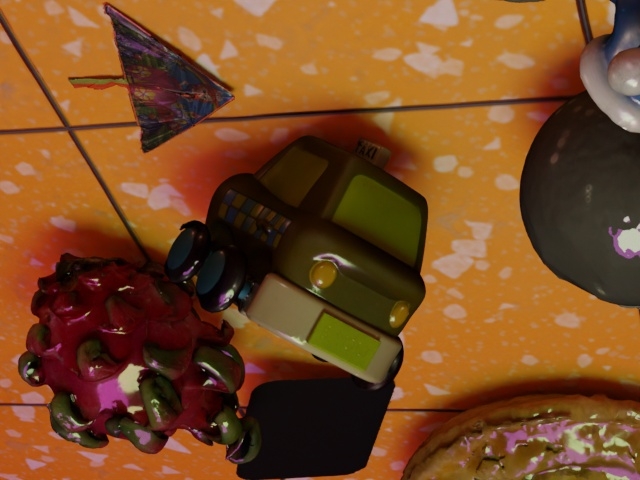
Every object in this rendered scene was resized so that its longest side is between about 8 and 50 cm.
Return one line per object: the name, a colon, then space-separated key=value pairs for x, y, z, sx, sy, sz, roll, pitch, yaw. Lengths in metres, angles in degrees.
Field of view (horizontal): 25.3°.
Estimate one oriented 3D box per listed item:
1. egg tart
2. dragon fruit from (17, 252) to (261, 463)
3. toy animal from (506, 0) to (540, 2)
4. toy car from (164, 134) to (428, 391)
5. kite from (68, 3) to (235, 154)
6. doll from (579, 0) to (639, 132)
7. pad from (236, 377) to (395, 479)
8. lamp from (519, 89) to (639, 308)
egg tart: x=0.299 y=0.340 z=1.607 sx=0.443 sy=0.178 sz=0.443 roll=5 pitch=139 yaw=4
dragon fruit: x=-0.174 y=0.121 z=1.475 sx=0.272 sy=0.198 sz=0.218 roll=11 pitch=-165 yaw=-32
toy animal: x=0.098 y=-0.218 z=1.037 sx=0.253 sy=0.070 sz=0.079 roll=9 pitch=129 yaw=11
toy car: x=0.000 y=0.000 z=1.268 sx=0.204 sy=0.198 sz=0.248 roll=29 pitch=179 yaw=-28
kite: x=-0.152 y=-0.137 z=1.270 sx=0.159 sy=0.010 sz=0.190 roll=8 pitch=142 yaw=10
doll: x=0.276 y=-0.177 z=0.928 sx=0.161 sy=0.215 sz=0.257 roll=37 pitch=142 yaw=11
pad: x=-0.089 y=0.203 z=1.668 sx=0.323 sy=0.055 sz=0.250 roll=14 pitch=144 yaw=0
lamp: x=0.243 y=-0.020 z=1.193 sx=0.182 sy=0.182 sz=0.314 roll=15 pitch=164 yaw=-1
